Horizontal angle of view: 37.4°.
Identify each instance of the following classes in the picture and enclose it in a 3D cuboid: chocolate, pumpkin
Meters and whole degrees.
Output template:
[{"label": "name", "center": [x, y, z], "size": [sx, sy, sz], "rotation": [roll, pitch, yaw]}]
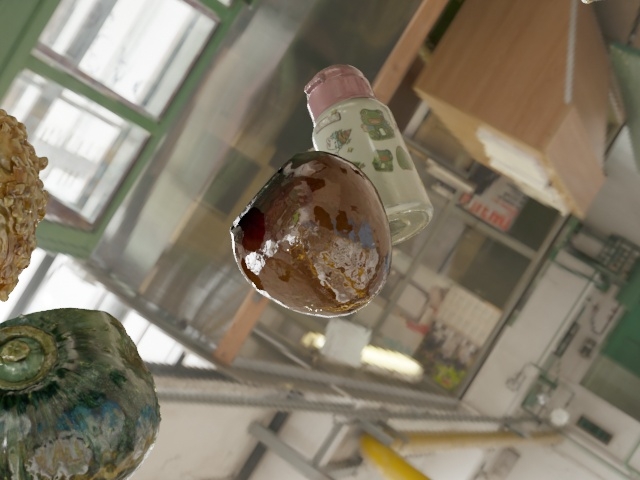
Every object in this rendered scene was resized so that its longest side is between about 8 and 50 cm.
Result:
[{"label": "chocolate", "center": [0.000, 0.000, 0.987], "size": [0.176, 0.177, 0.177], "rotation": [32, -178, -1]}, {"label": "pumpkin", "center": [-0.339, 0.244, 1.195], "size": [0.293, 0.263, 0.197], "rotation": [-15, -128, -31]}]

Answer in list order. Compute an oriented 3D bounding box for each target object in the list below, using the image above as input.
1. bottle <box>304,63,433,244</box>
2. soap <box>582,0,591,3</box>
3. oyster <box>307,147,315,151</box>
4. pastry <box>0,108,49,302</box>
[{"label": "bottle", "center": [0.056, -0.122, 1.266], "size": [0.120, 0.120, 0.253], "rotation": [28, -141, -59]}, {"label": "soap", "center": [0.508, -0.603, 1.666], "size": [0.143, 0.259, 0.281], "rotation": [27, 164, 18]}, {"label": "oyster", "center": [0.004, -0.117, 1.426], "size": [0.051, 0.093, 0.034], "rotation": [35, 153, 32]}, {"label": "pastry", "center": [-0.416, -0.057, 0.966], "size": [0.184, 0.285, 0.315], "rotation": [-16, 159, 34]}]
